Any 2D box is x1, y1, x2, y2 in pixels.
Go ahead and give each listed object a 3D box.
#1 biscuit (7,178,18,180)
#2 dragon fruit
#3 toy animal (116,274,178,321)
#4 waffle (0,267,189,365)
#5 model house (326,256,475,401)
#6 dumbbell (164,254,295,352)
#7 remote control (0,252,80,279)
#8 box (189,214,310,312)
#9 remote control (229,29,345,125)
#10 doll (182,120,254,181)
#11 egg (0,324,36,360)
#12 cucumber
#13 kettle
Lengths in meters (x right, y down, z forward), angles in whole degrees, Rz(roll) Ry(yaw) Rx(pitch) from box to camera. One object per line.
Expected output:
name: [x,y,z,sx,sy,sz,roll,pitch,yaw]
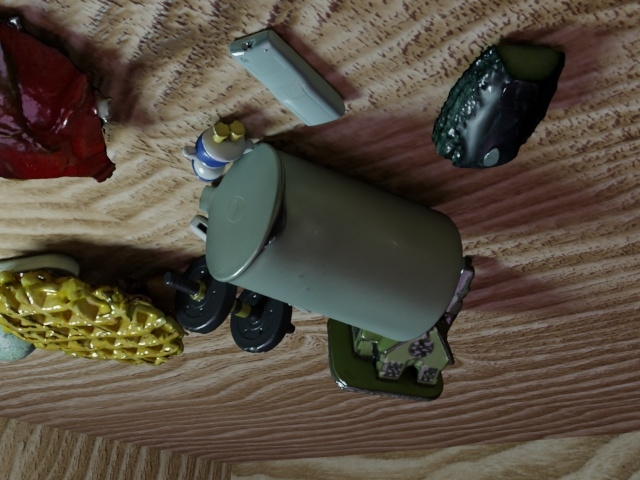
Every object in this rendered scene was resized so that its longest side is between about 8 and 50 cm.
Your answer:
biscuit: [-0.434,-0.143,1.143,0.138,0.031,0.205,13,154,-17]
dragon fruit: [-0.416,-0.152,0.998,0.344,0.100,0.282,8,143,-6]
toy animal: [-0.297,0.114,1.672,0.179,0.089,0.188,7,157,9]
waffle: [-0.441,0.154,1.631,0.382,0.095,0.379,13,156,-7]
model house: [0.148,0.118,1.538,0.218,0.205,0.278,8,127,-12]
dumbbell: [-0.158,0.119,1.573,0.143,0.143,0.325,-15,151,37]
remote control: [-0.550,0.058,1.629,0.221,0.042,0.078,-7,155,28]
box: [-0.106,0.044,1.415,0.142,0.044,0.285,38,177,27]
remote control: [-0.035,-0.182,0.986,0.061,0.029,0.162,-12,152,31]
doll: [-0.138,-0.114,1.132,0.099,0.057,0.143,-9,165,-24]
egg: [-0.667,0.182,1.830,0.132,0.132,0.172,0,144,10]
cucumber: [0.204,-0.145,0.979,0.115,0.085,0.193,9,150,-5]
kettle: [0.009,-0.009,1.227,0.318,0.265,0.205,18,122,-30]
